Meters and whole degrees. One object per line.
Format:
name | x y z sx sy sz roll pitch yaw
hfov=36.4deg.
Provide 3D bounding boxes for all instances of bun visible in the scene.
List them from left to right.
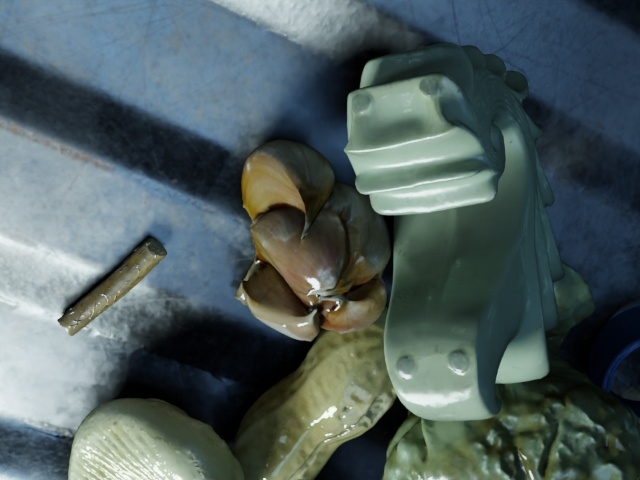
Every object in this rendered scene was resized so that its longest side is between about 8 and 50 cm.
bun | -0.181 0.279 1.123 0.231 0.133 0.231 9 110 24

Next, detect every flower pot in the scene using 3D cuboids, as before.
flower pot | 0.145 -0.011 1.011 0.164 0.254 0.368 -10 86 29

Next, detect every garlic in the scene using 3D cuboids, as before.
garlic | 0.000 0.000 1.076 0.160 0.191 0.214 0 101 -34

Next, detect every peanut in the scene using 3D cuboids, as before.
peanut | 0.000 0.200 1.166 0.130 0.130 0.290 40 98 -24

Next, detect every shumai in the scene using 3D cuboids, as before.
shumai | 0.197 0.177 1.154 0.329 0.292 0.289 -18 90 -2

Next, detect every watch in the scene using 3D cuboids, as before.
watch | 0.449 0.190 1.280 0.200 0.171 0.196 36 99 -9

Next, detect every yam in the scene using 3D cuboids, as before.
yam | -0.235 0.054 1.100 0.145 0.032 0.032 -40 115 3
